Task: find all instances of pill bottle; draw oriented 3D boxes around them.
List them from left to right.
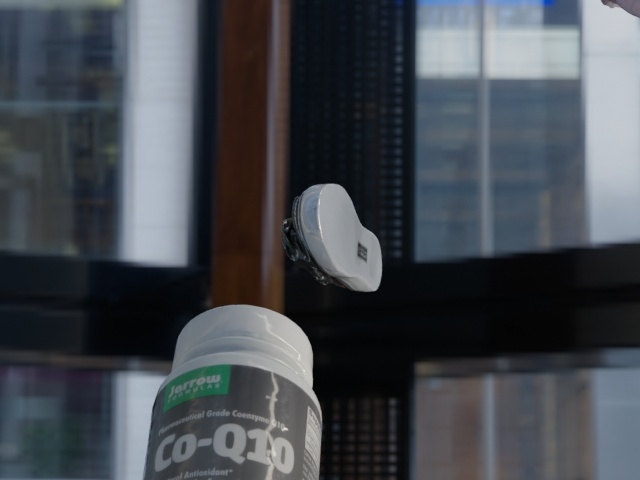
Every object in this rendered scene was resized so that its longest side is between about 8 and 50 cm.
[{"bbox_3d":[-0.102,0.260,1.916,0.361,0.204,0.204,-87,178,-47],"label":"pill bottle"}]

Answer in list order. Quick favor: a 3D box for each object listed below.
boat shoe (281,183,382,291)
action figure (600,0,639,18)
[{"bbox_3d":[0.000,0.000,1.618,0.228,0.076,0.080,37,55,-70],"label":"boat shoe"},{"bbox_3d":[0.373,-0.124,0.848,0.276,0.370,0.248,-54,-170,14],"label":"action figure"}]
